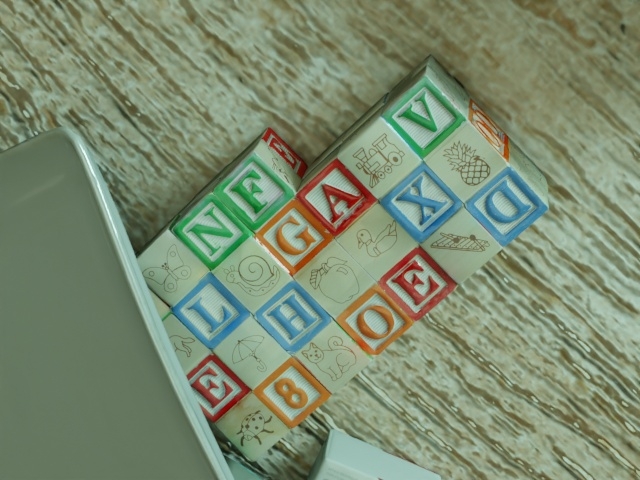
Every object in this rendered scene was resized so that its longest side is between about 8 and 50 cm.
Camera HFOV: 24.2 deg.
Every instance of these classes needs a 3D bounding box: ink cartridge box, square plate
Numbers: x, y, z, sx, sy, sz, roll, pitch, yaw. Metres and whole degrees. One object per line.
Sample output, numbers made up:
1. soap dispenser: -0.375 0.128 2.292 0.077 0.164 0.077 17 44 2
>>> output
1. ink cartridge box: 0.024 0.234 1.185 0.099 0.056 0.135 23 109 -2
2. square plate: -0.221 0.115 1.117 0.344 0.049 0.347 -17 99 37

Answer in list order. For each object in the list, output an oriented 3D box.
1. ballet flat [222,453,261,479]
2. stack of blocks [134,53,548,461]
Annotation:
1. ballet flat: -0.122 0.179 1.157 0.213 0.068 0.072 37 117 8
2. stack of blocks: 0.000 0.000 1.096 0.297 0.087 0.171 -42 99 17
